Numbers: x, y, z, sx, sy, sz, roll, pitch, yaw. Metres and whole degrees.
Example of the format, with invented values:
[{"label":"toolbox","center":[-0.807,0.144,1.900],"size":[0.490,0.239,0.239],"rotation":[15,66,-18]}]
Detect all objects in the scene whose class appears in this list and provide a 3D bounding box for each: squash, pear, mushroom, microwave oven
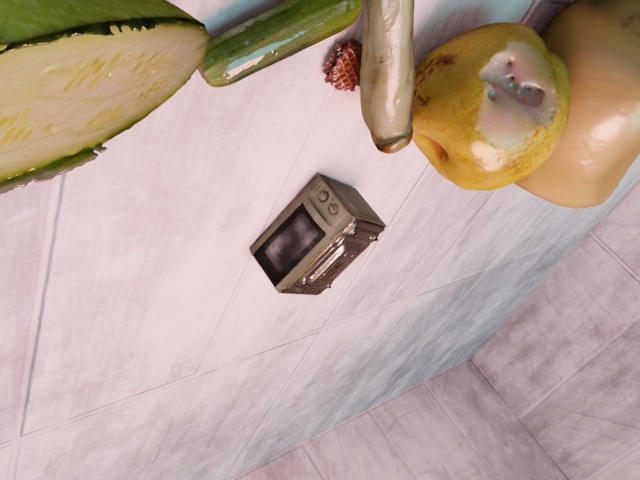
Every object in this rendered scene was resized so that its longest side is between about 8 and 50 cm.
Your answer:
[{"label":"squash","center":[-0.047,-0.256,0.758],"size":[0.229,0.066,0.066],"rotation":[-31,153,-11]},{"label":"pear","center":[0.272,-0.219,1.007],"size":[0.271,0.271,0.271],"rotation":[-29,153,-17]},{"label":"mushroom","center":[0.091,-0.256,0.851],"size":[0.081,0.100,0.312],"rotation":[-9,139,0]},{"label":"squash","center":[-0.231,-0.134,0.566],"size":[0.234,0.210,0.309],"rotation":[-39,152,31]},{"label":"microwave oven","center":[0.000,0.000,1.160],"size":[0.205,0.129,0.163],"rotation":[-46,152,19]}]

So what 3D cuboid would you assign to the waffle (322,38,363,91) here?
[{"label":"waffle","center":[0.040,-0.256,0.901],"size":[0.083,0.029,0.075],"rotation":[-8,131,-44]}]

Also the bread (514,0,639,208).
[{"label":"bread","center":[0.496,-0.258,1.187],"size":[0.376,0.253,0.348],"rotation":[97,6,-57]}]
